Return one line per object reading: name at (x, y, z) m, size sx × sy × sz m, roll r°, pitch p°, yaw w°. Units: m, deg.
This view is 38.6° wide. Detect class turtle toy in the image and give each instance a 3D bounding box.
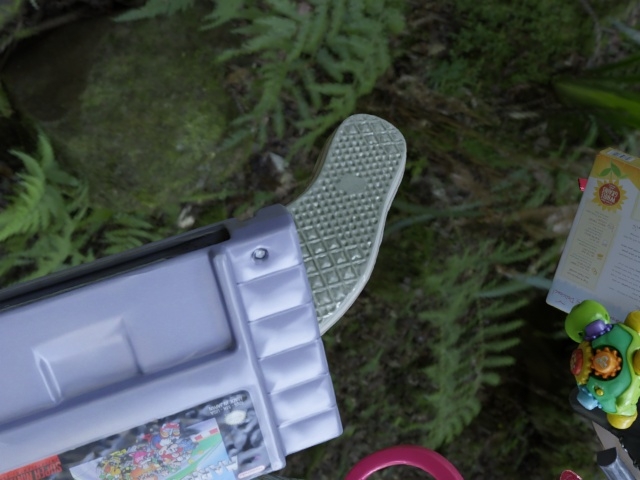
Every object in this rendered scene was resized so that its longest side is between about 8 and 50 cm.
turtle toy at (0.268, 0.108, 0.861) m, size 0.130 × 0.066 × 0.095 m, roll -82°, pitch -179°, yaw -53°

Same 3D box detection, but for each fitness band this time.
fitness band at (0.137, 0.452, 1.361) m, size 0.054 × 0.209 × 0.291 m, roll 22°, pitch 52°, yaw -76°

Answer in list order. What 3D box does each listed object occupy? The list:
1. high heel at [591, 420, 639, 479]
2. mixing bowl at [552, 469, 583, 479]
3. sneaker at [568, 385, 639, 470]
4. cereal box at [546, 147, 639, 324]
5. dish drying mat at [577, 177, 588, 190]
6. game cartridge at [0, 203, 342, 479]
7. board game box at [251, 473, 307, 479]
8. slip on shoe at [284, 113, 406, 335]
high heel at (0.546, 0.365, 1.576) m, size 0.186 × 0.093 × 0.261 m, roll 56°, pitch 38°, yaw -17°
mixing bowl at (0.462, 0.538, 1.725) m, size 0.098 × 0.181 × 0.181 m, roll -33°, pitch 161°, yaw 25°
sneaker at (0.443, 0.274, 1.164) m, size 0.130 × 0.286 × 0.109 m, roll -62°, pitch 148°, yaw -5°
cereal box at (0.425, 0.015, 1.244) m, size 0.047 × 0.173 × 0.240 m, roll -23°, pitch 133°, yaw -49°
dish drying mat at (0.594, -0.114, 1.968) m, size 0.008 × 0.083 × 0.032 m, roll 119°, pitch -26°, yaw -51°
game cartridge at (-0.167, 0.127, 0.723) m, size 0.355 × 0.068 × 0.230 m, roll -18°, pitch 117°, yaw -9°
board game box at (0.018, 0.351, 1.048) m, size 0.303 × 0.224 × 0.097 m, roll 37°, pitch 71°, yaw -57°
slip on shoe at (0.000, 0.000, 0.952) m, size 0.331 × 0.123 × 0.101 m, roll -61°, pitch 178°, yaw -41°
